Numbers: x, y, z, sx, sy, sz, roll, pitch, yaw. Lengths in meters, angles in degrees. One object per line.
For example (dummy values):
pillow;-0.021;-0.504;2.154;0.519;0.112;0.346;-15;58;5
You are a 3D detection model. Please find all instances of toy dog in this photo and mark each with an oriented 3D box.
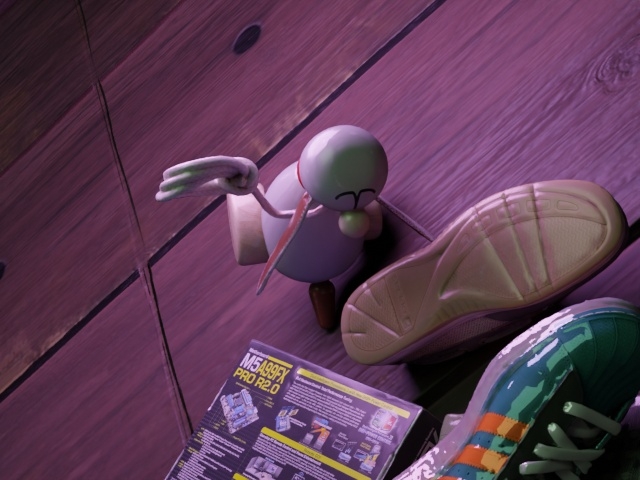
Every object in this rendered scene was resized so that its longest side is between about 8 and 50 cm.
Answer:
toy dog;0.000;0.000;1.265;0.220;0.334;0.161;-14;86;11

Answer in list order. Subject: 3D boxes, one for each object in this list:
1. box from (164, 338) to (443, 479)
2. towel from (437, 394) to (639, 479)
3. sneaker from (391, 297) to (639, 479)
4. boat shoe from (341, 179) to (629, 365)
box;-0.027;0.221;1.235;0.270;0.060;0.216;15;69;53
towel;0.184;0.260;0.982;0.312;0.056;0.324;-14;50;45
sneaker;0.141;0.178;0.972;0.302;0.108;0.121;-51;33;19
boat shoe;0.147;0.035;1.182;0.285;0.092;0.103;-32;62;30
